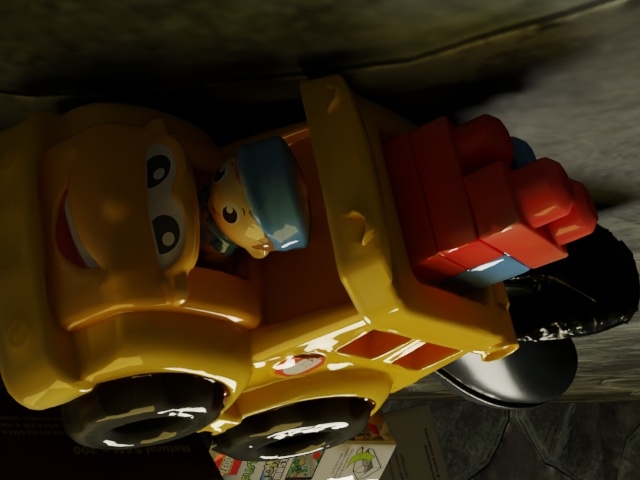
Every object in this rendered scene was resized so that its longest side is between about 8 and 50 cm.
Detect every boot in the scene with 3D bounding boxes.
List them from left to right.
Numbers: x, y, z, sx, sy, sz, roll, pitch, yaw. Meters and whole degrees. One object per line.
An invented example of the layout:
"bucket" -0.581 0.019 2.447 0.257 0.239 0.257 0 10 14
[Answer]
"boot" 0.152 0.058 0.680 0.246 0.094 0.207 25 159 -25

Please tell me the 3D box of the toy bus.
"toy bus" 0.000 0.000 0.411 0.211 0.149 0.220 -24 154 31

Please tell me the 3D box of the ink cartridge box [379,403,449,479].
"ink cartridge box" -0.035 0.180 0.627 0.208 0.087 0.153 -3 163 -43

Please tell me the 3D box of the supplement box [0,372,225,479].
"supplement box" -0.163 0.066 0.499 0.130 0.073 0.239 11 -152 -39

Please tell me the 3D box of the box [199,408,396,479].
"box" -0.043 0.065 0.591 0.114 0.207 0.036 6 122 -27

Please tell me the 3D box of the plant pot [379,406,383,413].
"plant pot" -0.154 0.171 0.843 0.333 0.334 0.305 -7 154 29
